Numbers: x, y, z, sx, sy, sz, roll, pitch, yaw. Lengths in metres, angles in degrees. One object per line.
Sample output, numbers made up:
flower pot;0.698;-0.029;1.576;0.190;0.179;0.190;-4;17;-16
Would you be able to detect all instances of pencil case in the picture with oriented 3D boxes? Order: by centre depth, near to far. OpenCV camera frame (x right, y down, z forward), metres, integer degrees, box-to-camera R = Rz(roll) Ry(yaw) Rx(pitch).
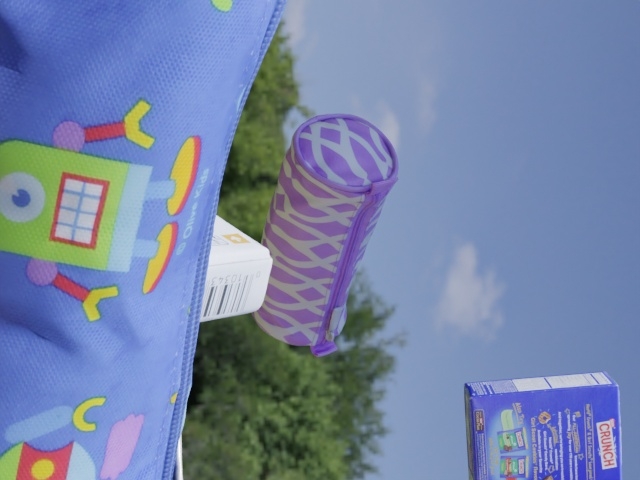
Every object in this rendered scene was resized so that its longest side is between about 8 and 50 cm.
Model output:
pencil case;-0.092;0.005;0.420;0.119;0.133;0.306;-100;-160;-67
pencil case;0.000;0.000;0.916;0.088;0.086;0.206;58;-29;33

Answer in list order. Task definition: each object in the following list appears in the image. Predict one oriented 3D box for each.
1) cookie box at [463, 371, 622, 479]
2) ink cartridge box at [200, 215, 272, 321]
cookie box;0.162;0.147;0.871;0.040;0.107;0.091;-93;179;-78
ink cartridge box;-0.167;-0.012;0.612;0.208;0.206;0.045;34;-61;37
